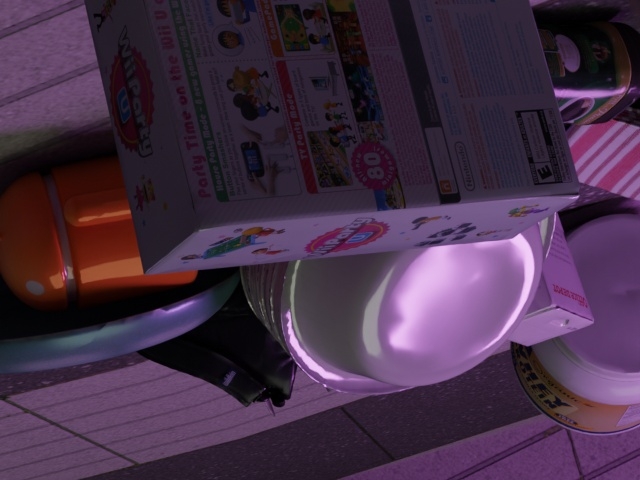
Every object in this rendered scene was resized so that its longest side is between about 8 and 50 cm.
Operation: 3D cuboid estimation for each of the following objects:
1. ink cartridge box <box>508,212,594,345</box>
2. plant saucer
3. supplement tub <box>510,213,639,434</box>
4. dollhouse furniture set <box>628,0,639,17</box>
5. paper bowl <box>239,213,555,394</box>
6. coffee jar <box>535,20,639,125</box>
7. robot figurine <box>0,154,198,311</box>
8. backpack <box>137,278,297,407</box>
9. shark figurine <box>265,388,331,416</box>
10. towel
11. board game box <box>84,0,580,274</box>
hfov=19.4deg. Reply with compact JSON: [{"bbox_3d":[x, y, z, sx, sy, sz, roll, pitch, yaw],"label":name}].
[{"bbox_3d":[0.191,-0.001,1.861,0.082,0.191,0.139,-21,163,20],"label":"ink cartridge box"},{"bbox_3d":[-0.222,0.063,1.709,0.317,0.044,0.317,-10,-169,2],"label":"plant saucer"},{"bbox_3d":[0.355,0.103,2.291,0.228,0.228,0.316,-14,164,-3],"label":"supplement tub"},{"bbox_3d":[0.300,-0.227,1.339,0.123,0.144,0.151,-8,148,-40],"label":"dollhouse furniture set"},{"bbox_3d":[0.083,0.014,1.659,0.284,0.148,0.284,-16,128,-22],"label":"paper bowl"},{"bbox_3d":[0.188,-0.142,1.586,0.184,0.079,0.096,-3,157,-34],"label":"coffee jar"},{"bbox_3d":[-0.186,-0.008,1.611,0.219,0.128,0.158,-11,-156,-13],"label":"robot figurine"},{"bbox_3d":[-0.106,0.082,1.915,0.182,0.152,0.115,10,-176,1],"label":"backpack"},{"bbox_3d":[-0.011,0.140,2.299,0.278,0.116,0.166,-29,158,35],"label":"shark figurine"},{"bbox_3d":[0.336,-0.083,1.897,0.197,0.029,0.144,17,154,-11],"label":"towel"},{"bbox_3d":[0.009,-0.107,1.286,0.303,0.224,0.097,-5,163,-30],"label":"board game box"}]
